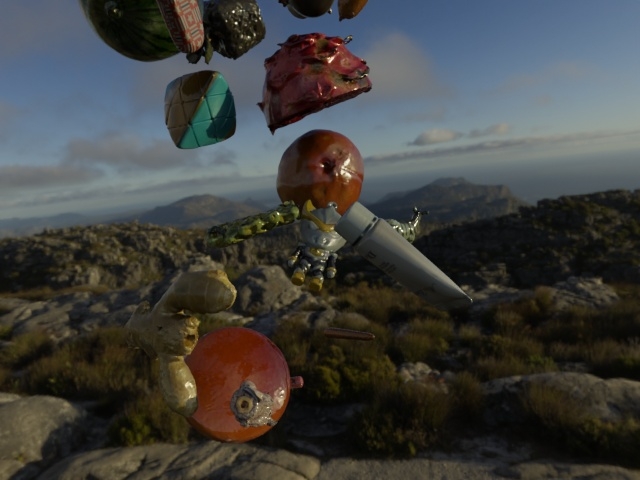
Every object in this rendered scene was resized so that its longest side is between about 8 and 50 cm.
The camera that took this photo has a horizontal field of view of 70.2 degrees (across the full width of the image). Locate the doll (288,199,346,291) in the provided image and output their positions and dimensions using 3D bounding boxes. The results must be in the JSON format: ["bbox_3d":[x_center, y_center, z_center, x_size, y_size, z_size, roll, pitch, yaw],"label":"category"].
[{"bbox_3d":[-0.004,-0.002,1.245,0.145,0.103,0.317,1,47,20],"label":"doll"}]

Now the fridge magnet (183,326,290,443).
[{"bbox_3d":[-0.272,0.450,1.444,0.363,0.364,0.155,-11,-28,-27],"label":"fridge magnet"}]

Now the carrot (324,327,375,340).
[{"bbox_3d":[0.108,0.361,1.744,0.247,0.043,0.043,-4,8,43],"label":"carrot"}]

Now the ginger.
[{"bbox_3d":[-0.392,0.211,1.175,0.348,0.364,0.122,21,13,32],"label":"ginger"}]

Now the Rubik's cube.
[{"bbox_3d":[-0.348,-0.351,1.372,0.254,0.255,0.254,-6,8,1],"label":"Rubik's cube"}]

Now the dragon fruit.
[{"bbox_3d":[-0.037,-0.508,1.431,0.370,0.249,0.386,-20,12,3],"label":"dragon fruit"}]

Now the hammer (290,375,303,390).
[{"bbox_3d":[-0.100,0.489,1.557,0.083,0.043,0.043,-7,8,-6],"label":"hammer"}]

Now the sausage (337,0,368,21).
[{"bbox_3d":[0.090,-0.510,0.886,0.062,0.183,0.054,49,20,25],"label":"sausage"}]

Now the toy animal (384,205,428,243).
[{"bbox_3d":[0.232,-0.027,1.358,0.216,0.176,0.073,11,10,-45],"label":"toy animal"}]

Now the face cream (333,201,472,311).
[{"bbox_3d":[0.171,0.041,0.973,0.089,0.314,0.143,-52,-1,-22],"label":"face cream"}]

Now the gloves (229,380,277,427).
[{"bbox_3d":[-0.171,0.404,1.111,0.110,0.094,0.144,22,-19,35],"label":"gloves"}]

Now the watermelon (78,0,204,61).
[{"bbox_3d":[-0.481,-0.600,1.193,0.330,0.331,0.190,-3,52,21],"label":"watermelon"}]

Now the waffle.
[{"bbox_3d":[-0.199,-0.046,1.359,0.297,0.073,0.317,-20,6,-5],"label":"waffle"}]

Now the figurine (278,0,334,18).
[{"bbox_3d":[-0.026,-0.696,1.246,0.161,0.158,0.275,23,17,-20],"label":"figurine"}]

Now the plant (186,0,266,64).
[{"bbox_3d":[-0.379,-0.782,1.695,0.312,0.213,0.215,-33,40,-21],"label":"plant"}]

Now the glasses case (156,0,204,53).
[{"bbox_3d":[-0.274,-0.455,0.850,0.049,0.195,0.073,10,45,25],"label":"glasses case"}]

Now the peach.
[{"bbox_3d":[0.002,-0.229,1.657,0.342,0.343,0.301,-9,-4,-19],"label":"peach"}]
